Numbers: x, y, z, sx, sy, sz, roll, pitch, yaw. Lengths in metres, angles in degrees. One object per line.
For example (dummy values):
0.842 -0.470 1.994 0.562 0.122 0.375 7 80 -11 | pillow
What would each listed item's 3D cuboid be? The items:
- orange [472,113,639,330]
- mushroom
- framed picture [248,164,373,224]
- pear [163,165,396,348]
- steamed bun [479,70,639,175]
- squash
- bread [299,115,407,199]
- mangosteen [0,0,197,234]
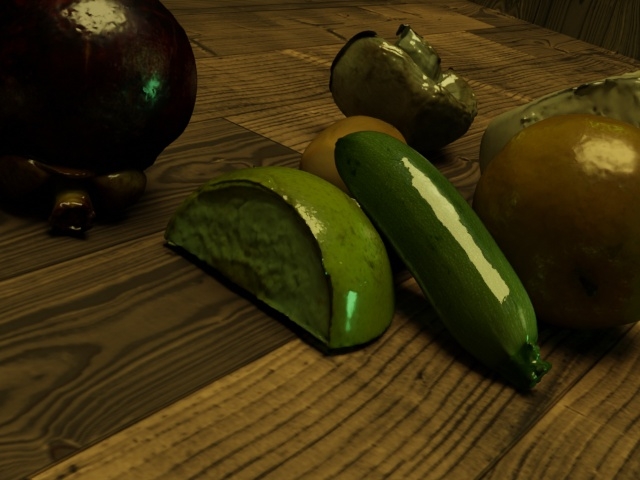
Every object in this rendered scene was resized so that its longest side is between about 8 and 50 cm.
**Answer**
0.320 -0.026 1.263 0.279 0.279 0.235 15 44 -1 | orange
0.147 -0.234 1.771 0.267 0.189 0.164 29 28 -49 | mushroom
0.037 -0.049 1.397 0.252 0.014 0.197 22 5 16 | framed picture
-0.001 -0.005 1.214 0.288 0.139 0.239 30 16 33 | pear
0.413 -0.108 1.523 0.334 0.233 0.312 -14 -1 24 | steamed bun
0.142 0.007 1.200 0.107 0.107 0.395 -5 49 -40 | squash
0.059 -0.134 1.582 0.147 0.098 0.217 16 21 11 | bread
-0.290 -0.178 1.257 0.297 0.293 0.297 -25 9 4 | mangosteen
